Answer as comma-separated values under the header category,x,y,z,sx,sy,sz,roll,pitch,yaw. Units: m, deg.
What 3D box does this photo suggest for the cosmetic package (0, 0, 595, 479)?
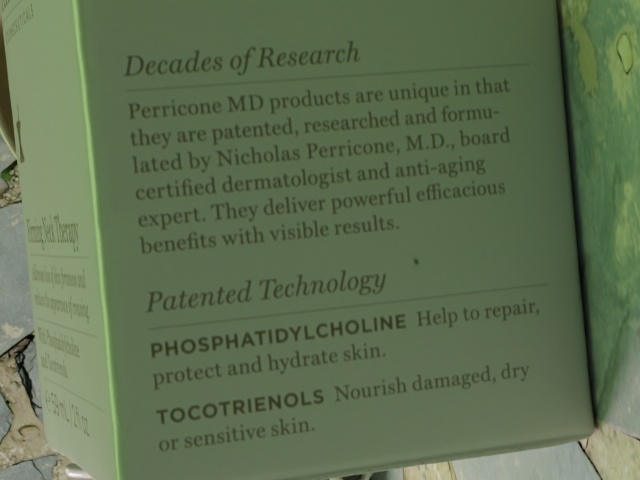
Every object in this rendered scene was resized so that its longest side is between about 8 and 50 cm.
category,x,y,z,sx,sy,sz,roll,pitch,yaw
cosmetic package,-0.035,-0.047,1.189,0.329,0.328,0.393,179,85,-72

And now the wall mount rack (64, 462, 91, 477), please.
category,x,y,z,sx,sy,sz,roll,pitch,yaw
wall mount rack,-0.167,0.390,2.141,0.304,0.130,0.350,37,153,24

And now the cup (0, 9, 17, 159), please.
category,x,y,z,sx,sy,sz,roll,pitch,yaw
cup,-0.196,-0.201,1.992,0.237,0.331,0.331,-19,-76,-76

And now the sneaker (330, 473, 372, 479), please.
category,x,y,z,sx,sy,sz,roll,pitch,yaw
sneaker,0.026,0.130,1.605,0.091,0.094,0.258,-128,24,-50
